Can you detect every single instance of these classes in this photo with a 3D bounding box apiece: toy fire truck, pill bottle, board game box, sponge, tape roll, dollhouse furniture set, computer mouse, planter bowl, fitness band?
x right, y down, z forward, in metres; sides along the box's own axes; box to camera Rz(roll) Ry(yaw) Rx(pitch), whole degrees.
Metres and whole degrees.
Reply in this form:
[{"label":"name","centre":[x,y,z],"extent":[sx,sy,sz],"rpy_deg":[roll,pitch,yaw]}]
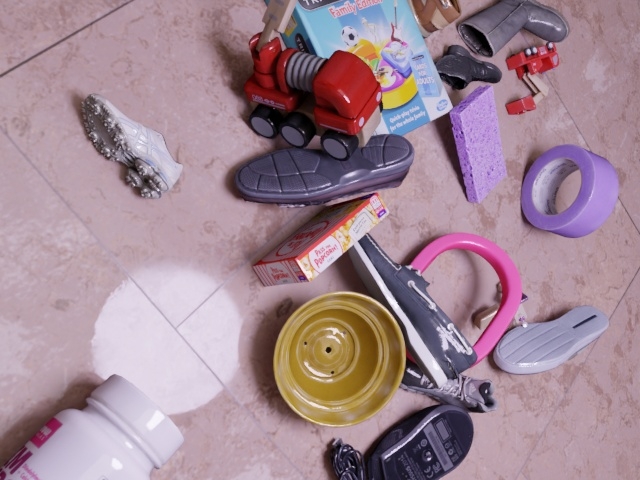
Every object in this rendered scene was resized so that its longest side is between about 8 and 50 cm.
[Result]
[{"label":"toy fire truck","centre":[0.488,-0.372,1.461],"extent":[0.192,0.047,0.135],"rpy_deg":[-24,96,-33]},{"label":"pill bottle","centre":[-0.316,0.314,0.789],"extent":[0.283,0.160,0.160],"rpy_deg":[-47,107,-29]},{"label":"board game box","centre":[0.078,-0.345,1.181],"extent":[0.254,0.079,0.336],"rpy_deg":[-31,100,-32]},{"label":"sponge","centre":[0.323,-0.194,1.296],"extent":[0.117,0.031,0.210],"rpy_deg":[-41,127,-30]},{"label":"tape roll","centre":[0.529,-0.105,1.363],"extent":[0.080,0.189,0.188],"rpy_deg":[14,76,-29]},{"label":"dollhouse furniture set","centre":[0.368,0.156,1.316],"extent":[0.114,0.091,0.081],"rpy_deg":[-30,115,-4]},{"label":"toy fire truck","centre":[-0.015,-0.278,0.983],"extent":[0.158,0.217,0.246],"rpy_deg":[-56,152,-25]},{"label":"board game box","centre":[0.000,0.000,1.041],"extent":[0.193,0.147,0.045],"rpy_deg":[-40,105,-30]},{"label":"computer mouse","centre":[0.149,0.379,1.131],"extent":[0.272,0.072,0.188],"rpy_deg":[-26,99,-20]},{"label":"planter bowl","centre":[0.023,0.186,1.047],"extent":[0.217,0.090,0.217],"rpy_deg":[0,92,-14]},{"label":"fitness band","centre":[0.249,0.108,1.177],"extent":[0.209,0.054,0.291],"rpy_deg":[36,62,13]}]

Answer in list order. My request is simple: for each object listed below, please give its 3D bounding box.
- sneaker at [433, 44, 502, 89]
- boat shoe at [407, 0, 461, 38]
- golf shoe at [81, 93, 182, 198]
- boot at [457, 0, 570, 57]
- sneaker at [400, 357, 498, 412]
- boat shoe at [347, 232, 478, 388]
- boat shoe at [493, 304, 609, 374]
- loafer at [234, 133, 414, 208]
[{"label":"sneaker","centre":[0.306,-0.348,1.344],"extent":[0.170,0.051,0.089],"rpy_deg":[23,71,-22]},{"label":"boat shoe","centre":[0.193,-0.565,1.236],"extent":[0.122,0.120,0.323],"rpy_deg":[-39,113,-51]},{"label":"golf shoe","centre":[-0.278,-0.148,0.951],"extent":[0.176,0.069,0.086],"rpy_deg":[55,40,-17]},{"label":"boot","centre":[0.427,-0.461,1.400],"extent":[0.190,0.076,0.208],"rpy_deg":[37,53,13]},{"label":"sneaker","centre":[0.239,0.253,1.162],"extent":[0.229,0.132,0.086],"rpy_deg":[31,68,-25]},{"label":"boat shoe","centre":[0.149,0.100,1.082],"extent":[0.091,0.114,0.302],"rpy_deg":[-31,82,-8]},{"label":"boat shoe","centre":[0.486,0.227,1.342],"extent":[0.302,0.109,0.094],"rpy_deg":[-14,133,-25]},{"label":"loafer","centre":[0.011,-0.098,1.069],"extent":[0.303,0.095,0.109],"rpy_deg":[-12,53,-9]}]
